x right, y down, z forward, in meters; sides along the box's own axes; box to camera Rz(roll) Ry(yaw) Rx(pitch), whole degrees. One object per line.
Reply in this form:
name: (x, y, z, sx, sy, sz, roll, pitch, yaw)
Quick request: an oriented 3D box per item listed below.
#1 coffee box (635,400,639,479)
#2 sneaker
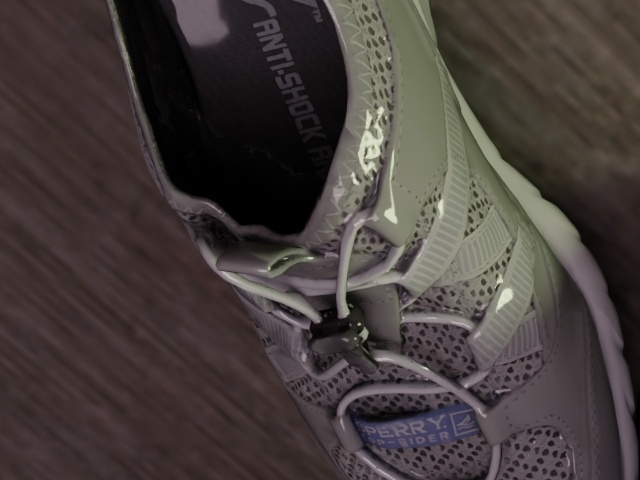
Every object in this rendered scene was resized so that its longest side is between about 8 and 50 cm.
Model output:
coffee box: (0.248, 0.215, 0.491, 0.334, 0.338, 0.338, 5, 116, 2)
sneaker: (0.000, 0.000, 0.527, 0.105, 0.115, 0.281, -18, 110, 27)
